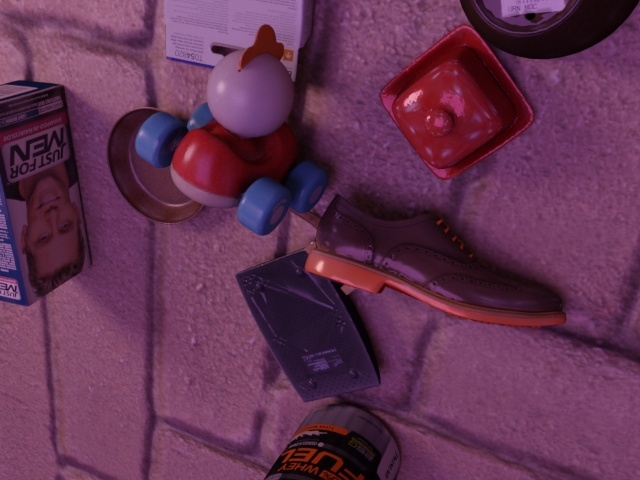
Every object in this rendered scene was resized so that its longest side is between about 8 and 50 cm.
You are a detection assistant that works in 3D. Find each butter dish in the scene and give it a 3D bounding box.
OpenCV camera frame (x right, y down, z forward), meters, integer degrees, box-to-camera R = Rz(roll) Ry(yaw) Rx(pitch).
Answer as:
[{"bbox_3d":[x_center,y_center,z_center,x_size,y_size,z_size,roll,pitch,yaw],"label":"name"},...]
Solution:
[{"bbox_3d":[0.160,-0.159,0.848,0.160,0.118,0.160,-34,97,32],"label":"butter dish"}]

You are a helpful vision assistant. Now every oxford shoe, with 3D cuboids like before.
[{"bbox_3d":[0.168,0.031,0.930,0.363,0.130,0.133,16,88,2],"label":"oxford shoe"}]

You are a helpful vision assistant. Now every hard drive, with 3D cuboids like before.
[{"bbox_3d":[-0.015,0.135,1.102,0.172,0.054,0.255,-21,103,30],"label":"hard drive"}]

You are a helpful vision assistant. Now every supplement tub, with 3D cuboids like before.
[{"bbox_3d":[-0.004,0.423,1.074,0.193,0.316,0.194,10,116,20],"label":"supplement tub"}]

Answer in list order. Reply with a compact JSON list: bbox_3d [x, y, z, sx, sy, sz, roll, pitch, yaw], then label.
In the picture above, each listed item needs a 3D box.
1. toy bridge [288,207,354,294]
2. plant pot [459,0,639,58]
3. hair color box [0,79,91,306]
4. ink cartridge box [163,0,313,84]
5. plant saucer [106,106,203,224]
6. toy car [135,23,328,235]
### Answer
[{"bbox_3d":[0.000,0.000,1.026,0.188,0.063,0.026,48,123,-2],"label":"toy bridge"},{"bbox_3d":[0.228,-0.279,0.695,0.215,0.230,0.215,10,117,20],"label":"plant pot"},{"bbox_3d":[-0.509,-0.083,1.156,0.105,0.174,0.347,9,117,19],"label":"hair color box"},{"bbox_3d":[-0.115,-0.346,0.930,0.223,0.045,0.224,16,120,18],"label":"ink cartridge box"},{"bbox_3d":[-0.259,-0.124,1.104,0.198,0.036,0.199,10,117,21],"label":"plant saucer"},{"bbox_3d":[-0.089,-0.172,0.903,0.219,0.210,0.238,34,121,15],"label":"toy car"}]
